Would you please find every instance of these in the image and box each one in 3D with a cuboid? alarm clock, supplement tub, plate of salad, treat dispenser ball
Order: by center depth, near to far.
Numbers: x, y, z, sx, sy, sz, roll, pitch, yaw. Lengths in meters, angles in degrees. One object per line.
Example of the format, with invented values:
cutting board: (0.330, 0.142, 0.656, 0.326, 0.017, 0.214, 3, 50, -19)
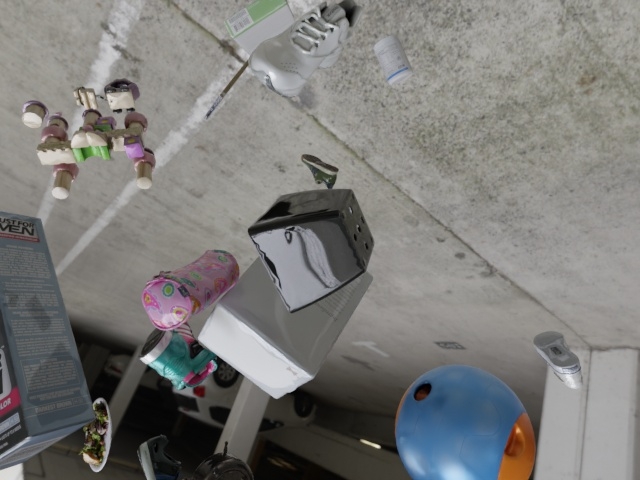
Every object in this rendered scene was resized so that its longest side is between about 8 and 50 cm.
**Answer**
alarm clock: (-0.192, 0.525, 0.879, 0.064, 0.129, 0.192, -1, 115, 49)
treat dispenser ball: (0.307, 0.420, 0.935, 0.287, 0.288, 0.288, 17, 157, 7)
supplement tub: (0.190, -0.469, 1.121, 0.071, 0.071, 0.107, -20, 96, 58)
plate of salad: (-0.657, 0.563, 1.250, 0.048, 0.200, 0.199, 12, 169, -43)

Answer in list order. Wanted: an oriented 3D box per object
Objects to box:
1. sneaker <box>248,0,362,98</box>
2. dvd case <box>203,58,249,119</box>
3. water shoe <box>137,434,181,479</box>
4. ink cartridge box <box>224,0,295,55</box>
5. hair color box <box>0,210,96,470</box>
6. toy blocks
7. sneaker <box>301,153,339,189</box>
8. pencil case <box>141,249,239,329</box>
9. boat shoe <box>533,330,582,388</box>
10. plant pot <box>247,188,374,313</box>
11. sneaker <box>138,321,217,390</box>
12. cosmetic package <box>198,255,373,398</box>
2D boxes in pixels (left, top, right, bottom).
sneaker: (-0.023, -0.358, 0.764, 0.111, 0.297, 0.129, 41, 138, -9)
dvd case: (-0.342, -0.555, 1.579, 0.018, 0.221, 0.164, 37, 148, -21)
water shoe: (-0.371, 0.577, 1.043, 0.073, 0.080, 0.203, -20, 92, 62)
ink cartridge box: (-0.152, -0.598, 1.221, 0.056, 0.171, 0.235, 61, -170, -2)
hair color box: (-0.518, 0.156, 0.697, 0.185, 0.375, 0.113, -32, 161, 15)
toy blocks: (-0.625, -0.320, 1.194, 0.288, 0.260, 0.309, -8, 135, -13)
sneaker: (-0.011, -0.248, 1.574, 0.192, 0.064, 0.086, 35, 127, 40)
pencil case: (-0.289, 0.101, 0.994, 0.124, 0.124, 0.284, 17, -166, 9)
boat shoe: (0.274, 0.136, 0.494, 0.035, 0.035, 0.100, -20, -174, 12)
plant pot: (0.000, 0.000, 0.834, 0.166, 0.188, 0.188, -17, 110, 24)
sneaker: (-0.352, 0.286, 1.120, 0.178, 0.123, 0.295, 48, 179, -13)
cosmetic package: (-0.107, 0.209, 1.340, 0.327, 0.394, 0.329, 39, 142, -1)
